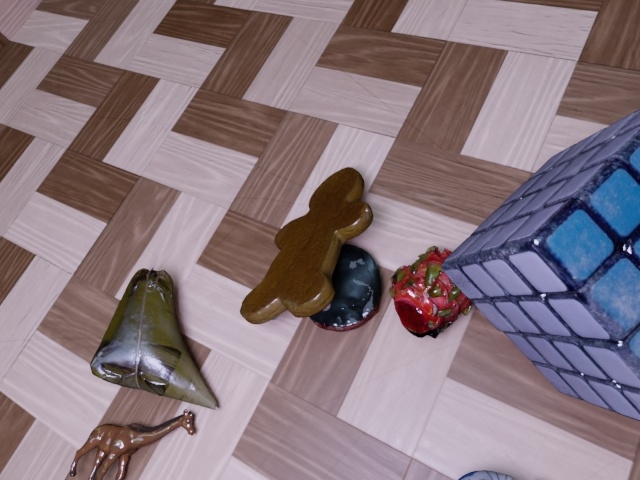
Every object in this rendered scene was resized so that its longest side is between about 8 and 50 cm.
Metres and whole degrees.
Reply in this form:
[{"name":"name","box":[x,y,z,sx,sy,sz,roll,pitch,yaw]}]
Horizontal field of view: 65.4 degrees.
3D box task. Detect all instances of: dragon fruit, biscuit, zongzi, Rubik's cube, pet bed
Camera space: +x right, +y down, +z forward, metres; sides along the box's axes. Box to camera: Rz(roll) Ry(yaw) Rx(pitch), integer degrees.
[{"name":"dragon fruit","box":[0.228,0.097,1.001,0.172,0.166,0.160,-36,74,-26]},{"name":"biscuit","box":[0.001,0.001,1.109,0.283,0.064,0.431,-15,39,41]},{"name":"zongzi","box":[-0.331,0.217,1.137,0.300,0.145,0.273,14,63,5]},{"name":"Rubik's cube","box":[0.460,0.039,0.778,0.344,0.344,0.337,-43,89,-10]},{"name":"pet bed","box":[0.044,0.106,1.102,0.201,0.053,0.201,-7,62,14]}]

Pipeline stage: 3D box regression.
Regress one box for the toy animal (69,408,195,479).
[{"name":"toy animal","box":[-0.401,0.441,1.072,0.224,0.066,0.229,19,67,24]}]

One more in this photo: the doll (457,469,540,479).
[{"name":"doll","box":[0.317,0.476,0.778,0.257,0.161,0.215,22,45,14]}]
